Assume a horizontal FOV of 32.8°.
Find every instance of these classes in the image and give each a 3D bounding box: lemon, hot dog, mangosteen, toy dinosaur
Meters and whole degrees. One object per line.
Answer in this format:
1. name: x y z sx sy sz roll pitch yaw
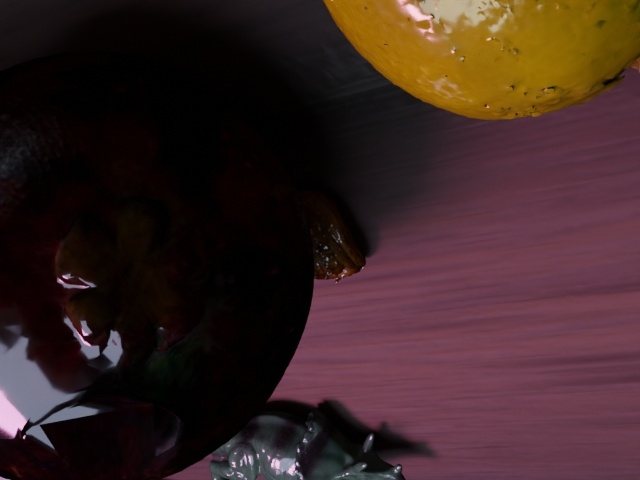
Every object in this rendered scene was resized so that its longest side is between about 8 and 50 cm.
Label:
1. lemon: 0.076 -0.147 0.491 0.173 0.173 0.206 -13 130 38
2. hot dog: 0.000 0.000 0.810 0.058 0.035 0.083 -8 131 31
3. mangosteen: -0.151 0.024 0.730 0.311 0.311 0.311 15 141 13
4. toy dinosaur: -0.051 0.216 1.055 0.292 0.079 0.120 -6 126 30

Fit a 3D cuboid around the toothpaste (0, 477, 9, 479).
1. toothpaste: -0.265 0.302 1.292 0.314 0.058 0.056 3 161 28
